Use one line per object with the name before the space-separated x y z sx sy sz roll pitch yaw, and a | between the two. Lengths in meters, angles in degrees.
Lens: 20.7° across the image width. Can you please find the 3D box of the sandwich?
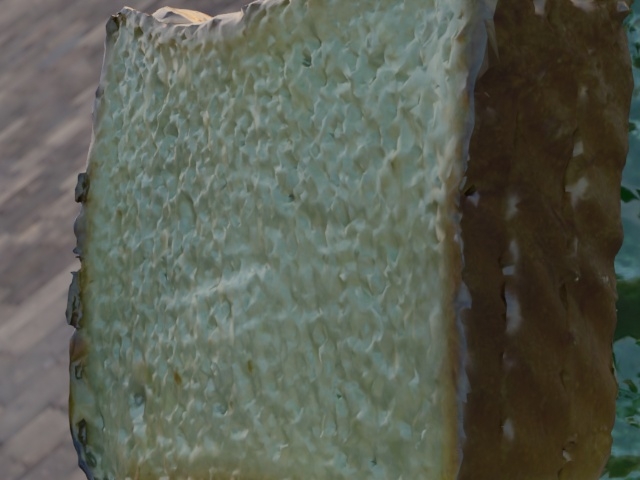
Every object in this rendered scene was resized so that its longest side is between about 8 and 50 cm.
sandwich | 0.000 0.000 0.543 0.215 0.065 0.186 -10 76 53

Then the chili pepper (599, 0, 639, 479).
chili pepper | 0.193 -0.004 0.904 0.213 0.384 0.167 -5 -6 11
